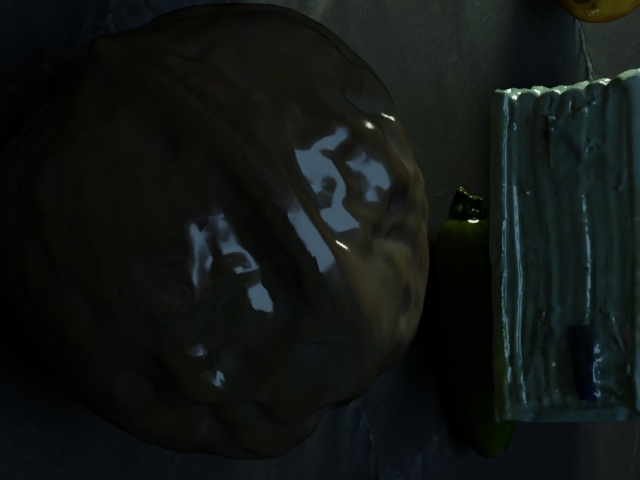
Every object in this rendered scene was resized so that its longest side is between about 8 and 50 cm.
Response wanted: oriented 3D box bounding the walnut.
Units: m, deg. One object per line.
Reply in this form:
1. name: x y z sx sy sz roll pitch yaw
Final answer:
1. walnut: -0.060 -0.006 0.784 0.227 0.273 0.273 -108 179 -64

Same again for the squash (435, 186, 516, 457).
1. squash: 0.141 0.081 1.189 0.069 0.069 0.258 -25 111 -49

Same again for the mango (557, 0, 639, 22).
1. mango: 0.287 -0.323 1.315 0.138 0.113 0.253 37 57 -43

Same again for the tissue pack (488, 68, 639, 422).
1. tissue pack: 0.277 -0.002 1.226 0.388 0.162 0.288 -6 96 -65
